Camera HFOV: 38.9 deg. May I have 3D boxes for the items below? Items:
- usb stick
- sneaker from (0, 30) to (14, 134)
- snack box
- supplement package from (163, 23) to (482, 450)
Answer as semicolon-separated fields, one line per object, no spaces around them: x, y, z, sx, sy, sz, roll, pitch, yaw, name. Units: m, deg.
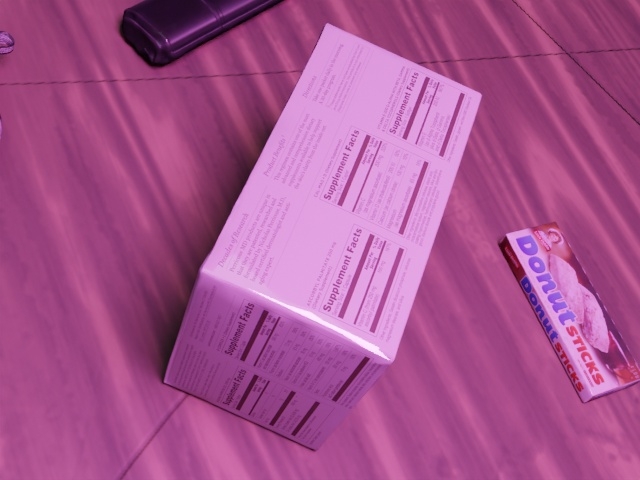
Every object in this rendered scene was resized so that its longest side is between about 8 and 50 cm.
-0.090;-0.269;0.976;0.077;0.045;0.278;41;57;18;usb stick
-0.405;-0.163;0.786;0.269;0.101;0.153;12;56;-16;sneaker
0.242;0.066;0.884;0.064;0.022;0.178;-14;65;-22;snack box
0.000;0.000;0.741;0.145;0.204;0.261;25;56;-2;supplement package
